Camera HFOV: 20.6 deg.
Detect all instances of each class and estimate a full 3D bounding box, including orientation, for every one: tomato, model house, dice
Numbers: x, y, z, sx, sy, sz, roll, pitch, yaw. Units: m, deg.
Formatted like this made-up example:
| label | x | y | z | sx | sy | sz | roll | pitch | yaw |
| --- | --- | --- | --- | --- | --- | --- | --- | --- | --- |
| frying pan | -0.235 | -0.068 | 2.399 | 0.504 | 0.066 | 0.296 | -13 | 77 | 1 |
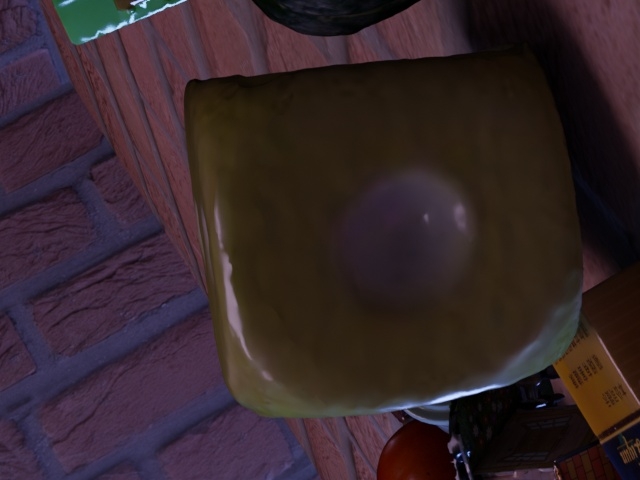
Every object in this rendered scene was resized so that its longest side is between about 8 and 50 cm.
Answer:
| label | x | y | z | sx | sy | sz | roll | pitch | yaw |
| --- | --- | --- | --- | --- | --- | --- | --- | --- | --- |
| tomato | 0.148 | 0.274 | 1.874 | 0.195 | 0.136 | 0.195 | 53 | -171 | -12 |
| model house | 0.231 | 0.218 | 1.444 | 0.207 | 0.154 | 0.294 | -44 | -59 | -56 |
| dice | 0.037 | -0.014 | 1.206 | 0.233 | 0.238 | 0.227 | -134 | 35 | -81 |

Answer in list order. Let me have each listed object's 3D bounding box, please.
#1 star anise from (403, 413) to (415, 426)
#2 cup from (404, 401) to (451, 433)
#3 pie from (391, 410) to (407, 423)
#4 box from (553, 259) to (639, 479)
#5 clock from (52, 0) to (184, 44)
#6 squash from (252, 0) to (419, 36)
| label | x | y | z | sx | sy | sz | roll | pitch | yaw |
| --- | --- | --- | --- | --- | --- | --- | --- | --- | --- |
| star anise | 0.189 | 0.374 | 2.085 | 0.292 | 0.109 | 0.349 | 40 | 160 | 42 |
| cup | 0.130 | 0.132 | 1.704 | 0.120 | 0.120 | 0.141 | 56 | -179 | 25 |
| pie | 0.074 | 0.126 | 2.126 | 0.204 | 0.054 | 0.219 | 53 | 170 | 35 |
| box | 0.250 | 0.140 | 1.231 | 0.237 | 0.070 | 0.152 | 61 | 170 | 10 |
| clock | -0.173 | -0.322 | 1.642 | 0.255 | 0.220 | 0.106 | -119 | 7 | -50 |
| squash | -0.009 | -0.256 | 1.108 | 0.252 | 0.165 | 0.252 | 57 | 172 | 12 |
